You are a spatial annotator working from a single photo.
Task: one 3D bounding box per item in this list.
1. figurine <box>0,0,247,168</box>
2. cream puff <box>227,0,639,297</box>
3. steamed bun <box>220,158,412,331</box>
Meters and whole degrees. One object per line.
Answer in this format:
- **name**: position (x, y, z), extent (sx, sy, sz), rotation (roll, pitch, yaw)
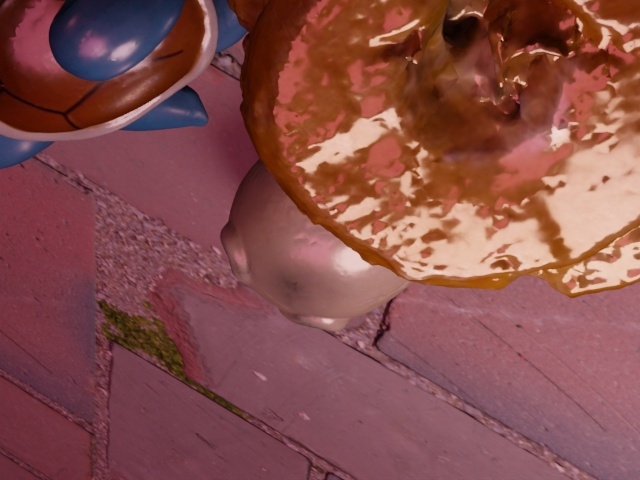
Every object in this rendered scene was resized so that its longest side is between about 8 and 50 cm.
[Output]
- **figurine**: position (-0.174, -0.181, 1.196), extent (0.298, 0.243, 0.416), rotation (38, 156, -22)
- **cream puff**: position (0.110, -0.135, 0.934), extent (0.343, 0.231, 0.327), rotation (20, 124, -7)
- **steamed bun**: position (0.000, 0.000, 1.366), extent (0.177, 0.131, 0.228), rotation (41, 148, -15)
